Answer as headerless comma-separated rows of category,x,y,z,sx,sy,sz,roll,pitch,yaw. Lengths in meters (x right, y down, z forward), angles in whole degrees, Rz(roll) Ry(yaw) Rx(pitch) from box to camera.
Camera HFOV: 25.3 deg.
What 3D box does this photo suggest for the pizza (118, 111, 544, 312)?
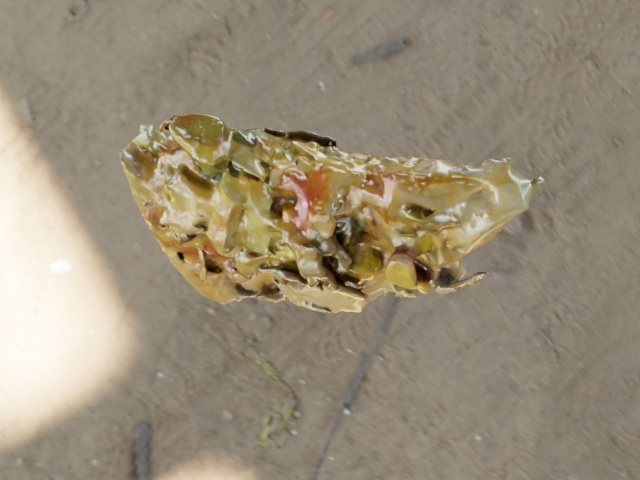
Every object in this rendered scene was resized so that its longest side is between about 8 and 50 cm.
pizza,0.000,0.000,0.779,0.226,0.147,0.069,12,52,11
